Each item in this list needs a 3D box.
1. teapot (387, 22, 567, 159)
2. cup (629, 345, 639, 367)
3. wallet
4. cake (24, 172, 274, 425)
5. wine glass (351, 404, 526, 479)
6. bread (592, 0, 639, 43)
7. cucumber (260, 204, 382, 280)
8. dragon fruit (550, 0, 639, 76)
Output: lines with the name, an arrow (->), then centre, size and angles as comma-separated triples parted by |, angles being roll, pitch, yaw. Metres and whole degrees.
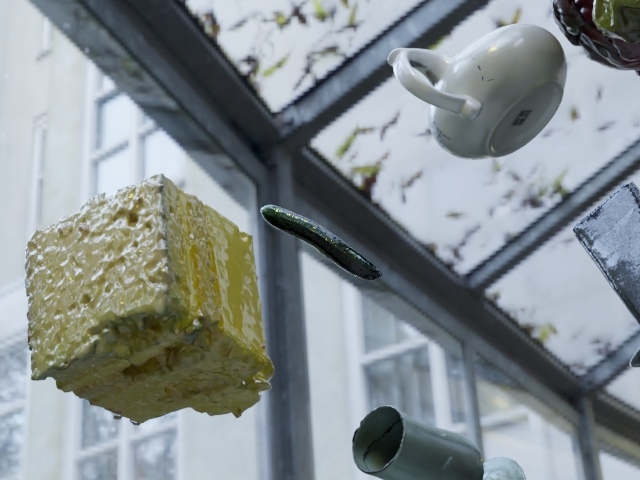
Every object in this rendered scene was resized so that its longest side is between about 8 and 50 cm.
teapot -> 0.221, -0.209, 1.653 | 0.300, 0.166, 0.208 | 4, -37, -42
cup -> 0.451, 0.109, 1.305 | 0.199, 0.150, 0.199 | -40, -20, -18
wallet -> 0.475, 0.019, 1.844 | 0.124, 0.244, 0.025 | -42, -49, 16
cake -> -0.196, 0.093, 1.546 | 0.222, 0.227, 0.286 | -24, -35, 23
wine glass -> 0.149, 0.284, 1.540 | 0.231, 0.103, 0.103 | 31, -42, -34
bread -> 0.363, -0.284, 1.226 | 0.087, 0.098, 0.269 | 39, -29, -1
cucumber -> 0.000, 0.000, 1.603 | 0.033, 0.184, 0.036 | -33, -30, -55
dragon fruit -> 0.455, -0.371, 1.642 | 0.329, 0.329, 0.329 | -3, -27, -2
